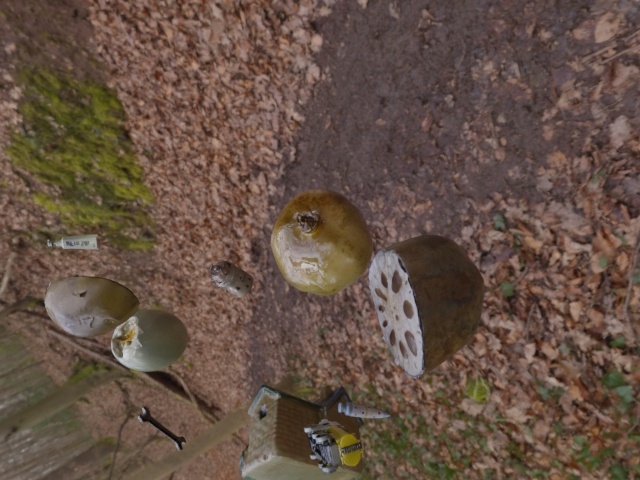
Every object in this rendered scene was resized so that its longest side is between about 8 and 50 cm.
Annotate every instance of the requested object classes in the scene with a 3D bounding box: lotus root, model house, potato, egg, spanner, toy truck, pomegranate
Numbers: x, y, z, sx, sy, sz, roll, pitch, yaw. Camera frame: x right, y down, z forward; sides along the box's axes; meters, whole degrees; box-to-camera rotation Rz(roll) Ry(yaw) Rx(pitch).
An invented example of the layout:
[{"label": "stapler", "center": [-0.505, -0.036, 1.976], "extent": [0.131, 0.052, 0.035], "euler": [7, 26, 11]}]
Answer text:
[{"label": "lotus root", "center": [0.215, 0.118, 0.952], "extent": [0.272, 0.191, 0.272], "euler": [162, 90, -72]}, {"label": "model house", "center": [-0.084, 0.721, 1.803], "extent": [0.334, 0.382, 0.343], "euler": [-41, 33, 32]}, {"label": "potato", "center": [-0.718, 0.214, 1.458], "extent": [0.116, 0.298, 0.239], "euler": [-87, -17, -47]}, {"label": "egg", "center": [-0.757, 0.453, 2.168], "extent": [0.278, 0.278, 0.336], "euler": [48, -169, 31]}, {"label": "spanner", "center": [-0.543, 0.653, 1.647], "extent": [0.054, 0.015, 0.255], "euler": [-95, -21, -51]}, {"label": "toy truck", "center": [0.035, 0.562, 1.315], "extent": [0.227, 0.114, 0.098], "euler": [143, 115, -72]}, {"label": "pomegranate", "center": [0.000, 0.000, 1.352], "extent": [0.319, 0.319, 0.319], "euler": [41, 144, 40]}]

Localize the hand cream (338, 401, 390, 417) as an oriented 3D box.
[{"label": "hand cream", "center": [0.142, 0.565, 1.575], "extent": [0.065, 0.170, 0.043], "euler": [134, 148, -69]}]

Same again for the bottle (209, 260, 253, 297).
[{"label": "bottle", "center": [-0.311, 0.124, 1.620], "extent": [0.152, 0.099, 0.099], "euler": [37, 172, -36]}]

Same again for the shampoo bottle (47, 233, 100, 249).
[{"label": "shampoo bottle", "center": [-0.754, 0.007, 1.457], "extent": [0.049, 0.141, 0.034], "euler": [106, 154, -44]}]
